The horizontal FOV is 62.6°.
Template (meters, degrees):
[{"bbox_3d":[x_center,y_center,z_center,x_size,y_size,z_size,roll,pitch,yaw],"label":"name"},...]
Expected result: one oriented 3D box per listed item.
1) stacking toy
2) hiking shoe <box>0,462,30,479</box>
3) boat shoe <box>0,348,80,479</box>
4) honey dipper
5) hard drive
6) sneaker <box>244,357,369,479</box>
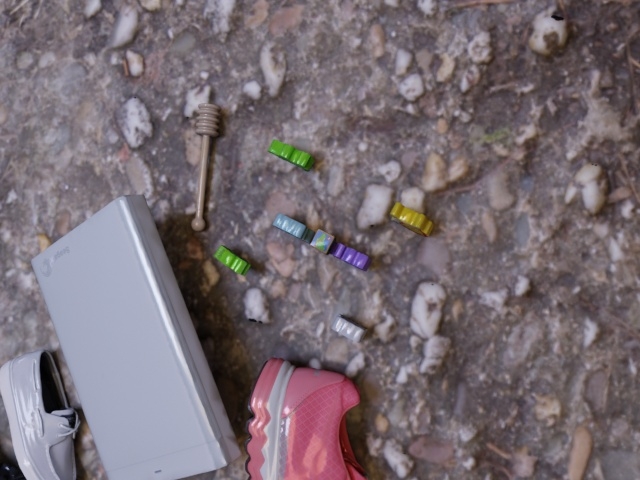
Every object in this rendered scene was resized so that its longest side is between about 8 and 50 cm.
[{"bbox_3d":[0.000,0.000,0.637,0.221,0.052,0.167,29,88,10],"label":"stacking toy"},{"bbox_3d":[-0.453,0.301,0.644,0.227,0.086,0.114,25,110,23],"label":"hiking shoe"},{"bbox_3d":[-0.335,0.225,0.655,0.063,0.066,0.184,-25,74,5],"label":"boat shoe"},{"bbox_3d":[-0.149,-0.092,0.668,0.031,0.030,0.160,6,88,7],"label":"honey dipper"},{"bbox_3d":[-0.226,0.128,0.618,0.203,0.040,0.307,-26,83,30],"label":"hard drive"},{"bbox_3d":[-0.016,0.294,0.583,0.136,0.116,0.313,3,86,5],"label":"sneaker"}]
